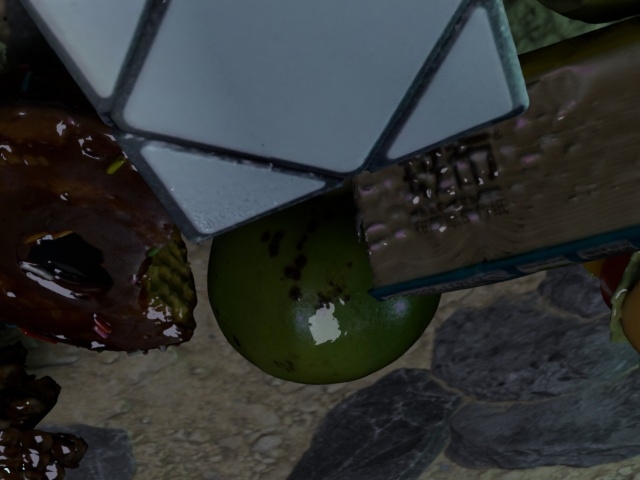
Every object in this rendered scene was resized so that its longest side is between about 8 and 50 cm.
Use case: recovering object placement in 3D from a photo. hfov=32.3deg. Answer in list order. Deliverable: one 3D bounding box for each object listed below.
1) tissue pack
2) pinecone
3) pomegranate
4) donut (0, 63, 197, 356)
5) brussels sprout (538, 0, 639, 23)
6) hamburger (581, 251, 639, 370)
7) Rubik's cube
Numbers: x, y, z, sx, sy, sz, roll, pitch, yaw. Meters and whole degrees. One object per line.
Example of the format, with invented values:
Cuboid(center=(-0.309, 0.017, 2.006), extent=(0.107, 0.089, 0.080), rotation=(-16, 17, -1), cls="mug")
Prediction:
Cuboid(center=(0.171, -0.056, 0.693), extent=(0.270, 0.134, 0.192), rotation=(-14, 178, 30), cls="tissue pack")
Cuboid(center=(-0.299, 0.150, 0.846), extent=(0.221, 0.221, 0.221), rotation=(-8, 138, -7), cls="pinecone")
Cuboid(center=(0.000, 0.000, 0.804), extent=(0.179, 0.180, 0.210), rotation=(-7, 117, -8), cls="pomegranate")
Cuboid(center=(-0.165, -0.022, 0.749), extent=(0.216, 0.096, 0.230), rotation=(7, 137, 5), cls="donut")
Cuboid(center=(0.188, -0.206, 0.654), extent=(0.151, 0.149, 0.122), rotation=(1, -176, 32), cls="brussels sprout")
Cuboid(center=(0.337, 0.000, 0.850), extent=(0.274, 0.212, 0.274), rotation=(-8, 138, -7), cls="hamburger")
Cuboid(center=(-0.031, -0.160, 0.580), extent=(0.205, 0.205, 0.207), rotation=(-21, 139, 7), cls="Rubik's cube")
